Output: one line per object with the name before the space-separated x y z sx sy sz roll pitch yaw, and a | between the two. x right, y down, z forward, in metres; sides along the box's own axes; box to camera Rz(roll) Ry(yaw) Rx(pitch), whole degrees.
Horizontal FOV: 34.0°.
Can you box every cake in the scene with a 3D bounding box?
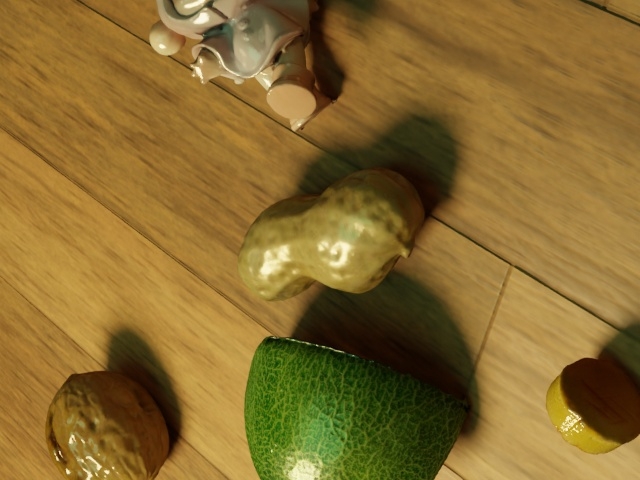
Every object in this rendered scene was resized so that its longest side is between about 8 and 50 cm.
cake | 0.237 0.141 0.901 0.084 0.084 0.044 52 142 17

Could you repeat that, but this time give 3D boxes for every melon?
melon | -0.004 0.199 1.073 0.265 0.129 0.169 7 72 40

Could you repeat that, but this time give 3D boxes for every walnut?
walnut | -0.289 0.257 1.406 0.184 0.155 0.155 54 134 9

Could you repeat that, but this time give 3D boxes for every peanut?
peanut | 0.000 0.000 1.063 0.263 0.101 0.117 -14 75 46

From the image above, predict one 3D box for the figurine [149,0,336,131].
figurine | -0.079 -0.237 1.037 0.200 0.133 0.276 -34 85 33
